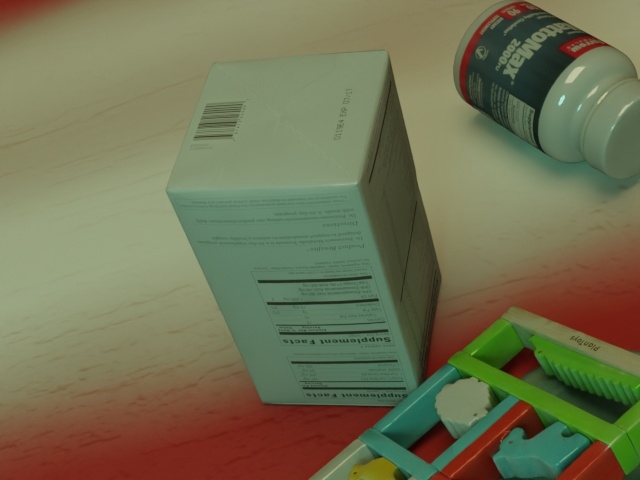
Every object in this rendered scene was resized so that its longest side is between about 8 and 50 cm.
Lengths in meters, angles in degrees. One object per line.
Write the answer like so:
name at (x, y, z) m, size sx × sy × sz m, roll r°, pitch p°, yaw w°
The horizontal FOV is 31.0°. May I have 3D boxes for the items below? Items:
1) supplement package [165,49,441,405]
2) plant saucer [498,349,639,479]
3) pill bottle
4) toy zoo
supplement package at (0.000, 0.000, 0.853) m, size 0.134 × 0.244 × 0.139 m, roll -1°, pitch 47°, yaw 17°
plant saucer at (0.200, 0.142, 0.799) m, size 0.195 × 0.037 × 0.195 m, roll -9°, pitch 45°, yaw 9°
pill bottle at (0.211, -0.130, 1.006) m, size 0.108 × 0.108 × 0.180 m, roll -35°, pitch 47°, yaw -16°
toy zoo at (0.082, 0.163, 0.764) m, size 0.293 × 0.030 × 0.192 m, roll -38°, pitch 24°, yaw -15°
